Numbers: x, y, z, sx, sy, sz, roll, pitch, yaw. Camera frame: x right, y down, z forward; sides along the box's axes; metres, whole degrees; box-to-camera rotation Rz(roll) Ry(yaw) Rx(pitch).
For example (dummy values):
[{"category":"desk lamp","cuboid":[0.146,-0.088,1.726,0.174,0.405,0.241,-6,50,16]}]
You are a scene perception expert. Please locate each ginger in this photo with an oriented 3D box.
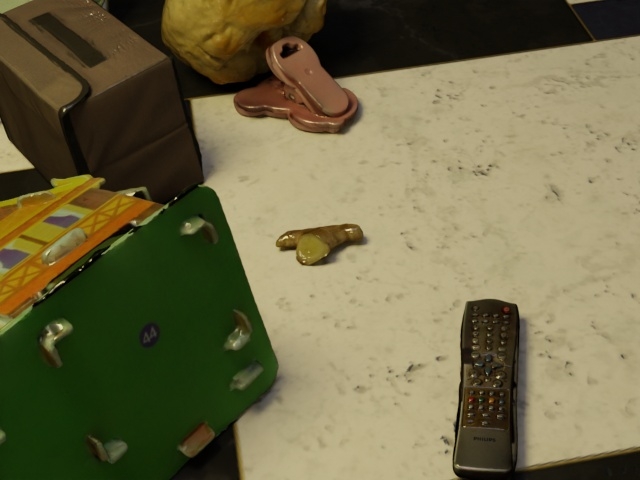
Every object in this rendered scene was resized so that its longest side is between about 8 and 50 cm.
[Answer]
[{"category":"ginger","cuboid":[-0.001,0.000,1.152,0.097,0.030,0.048,-7,40,0]}]

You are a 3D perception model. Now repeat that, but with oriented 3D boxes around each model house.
[{"category":"model house","cuboid":[-0.275,0.111,0.959,0.313,0.242,0.357,11,42,40]}]

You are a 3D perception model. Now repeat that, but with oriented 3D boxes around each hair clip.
[{"category":"hair clip","cuboid":[-0.025,-0.181,1.362,0.138,0.102,0.123,45,57,3]}]

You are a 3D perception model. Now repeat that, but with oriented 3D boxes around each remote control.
[{"category":"remote control","cuboid":[0.156,0.134,0.991,0.059,0.028,0.212,1,41,12]}]

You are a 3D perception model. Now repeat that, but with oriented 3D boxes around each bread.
[{"category":"bread","cuboid":[-0.088,-0.302,1.369,0.244,0.244,0.134,-29,77,-25]}]

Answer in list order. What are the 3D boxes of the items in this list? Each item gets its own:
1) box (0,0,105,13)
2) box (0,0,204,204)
[{"category":"box","cuboid":[-0.368,-0.327,1.426,0.086,0.129,0.225,13,65,19]},{"category":"box","cuboid":[-0.274,-0.160,1.248,0.153,0.188,0.252,-32,46,-24]}]
